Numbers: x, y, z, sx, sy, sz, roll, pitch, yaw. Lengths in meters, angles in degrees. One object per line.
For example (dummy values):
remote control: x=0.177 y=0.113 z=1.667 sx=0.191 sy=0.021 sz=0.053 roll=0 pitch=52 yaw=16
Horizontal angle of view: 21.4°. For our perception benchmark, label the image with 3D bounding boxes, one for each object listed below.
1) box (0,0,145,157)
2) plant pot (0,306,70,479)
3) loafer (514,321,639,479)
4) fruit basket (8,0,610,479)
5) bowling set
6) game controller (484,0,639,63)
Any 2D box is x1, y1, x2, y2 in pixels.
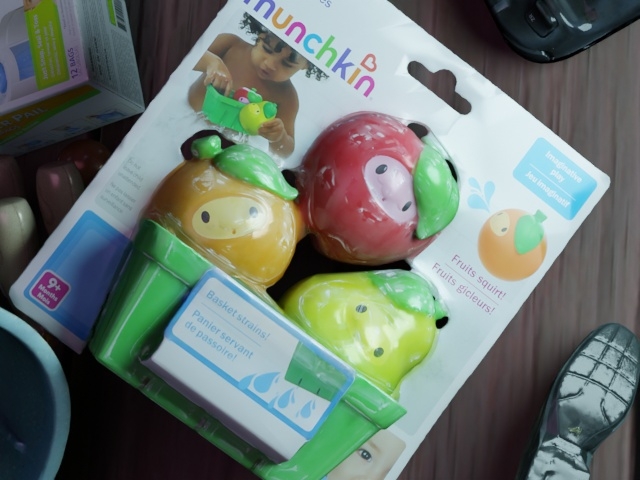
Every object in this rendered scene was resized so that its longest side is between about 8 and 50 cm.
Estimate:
box: x=-0.273 y=-0.145 z=1.489 sx=0.203 sy=0.103 sz=0.114 roll=-17 pitch=73 yaw=18
plant pot: x=-0.418 y=0.085 z=1.284 sx=0.341 sy=0.341 sz=0.334 roll=-50 pitch=51 yaw=6
loafer: x=0.185 y=0.138 z=1.270 sx=0.062 sy=0.061 sz=0.170 roll=33 pitch=72 yaw=-5
fruit basket: x=0.000 y=0.000 z=1.269 sx=0.327 sy=0.165 sz=0.353 roll=38 pitch=92 yaw=-10
bowling set: x=-0.239 y=0.011 z=1.425 sx=0.287 sy=0.200 sz=0.154 roll=12 pitch=117 yaw=52
game controller: x=0.170 y=-0.302 z=1.366 sx=0.166 sy=0.067 sz=0.319 roll=-26 pitch=71 yaw=8
